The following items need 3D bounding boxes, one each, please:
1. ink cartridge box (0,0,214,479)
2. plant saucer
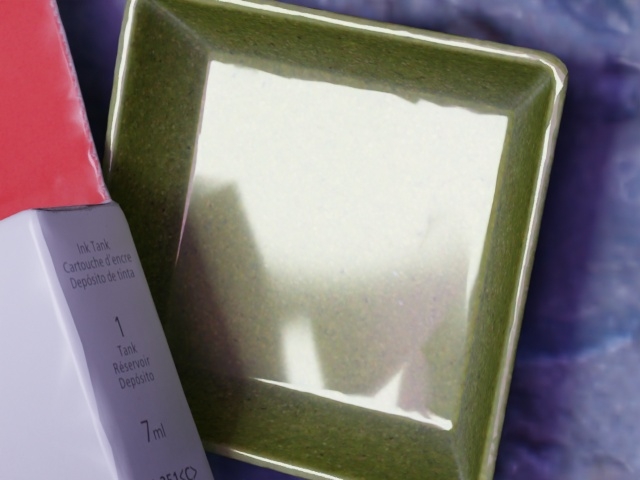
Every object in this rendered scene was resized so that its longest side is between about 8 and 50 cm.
[{"bbox_3d":[-0.212,0.036,0.829,0.296,0.066,0.261,-21,84,29],"label":"ink cartridge box"},{"bbox_3d":[0.000,0.000,0.787,0.188,0.045,0.188,13,100,18],"label":"plant saucer"}]
